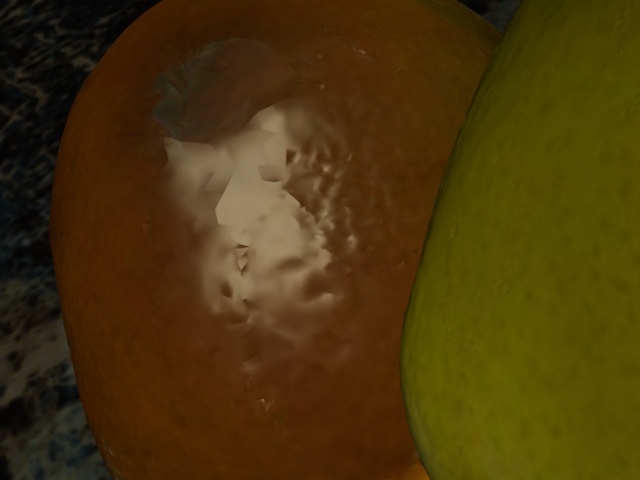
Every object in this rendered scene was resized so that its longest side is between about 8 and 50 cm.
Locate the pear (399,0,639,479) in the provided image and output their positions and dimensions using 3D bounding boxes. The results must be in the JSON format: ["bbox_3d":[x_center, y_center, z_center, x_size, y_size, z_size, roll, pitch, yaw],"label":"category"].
[{"bbox_3d":[0.175,-0.052,0.564,0.386,0.191,0.340,-41,27,2],"label":"pear"}]

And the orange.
[{"bbox_3d":[-0.004,-0.001,0.830,0.274,0.274,0.310,-15,20,15],"label":"orange"}]
